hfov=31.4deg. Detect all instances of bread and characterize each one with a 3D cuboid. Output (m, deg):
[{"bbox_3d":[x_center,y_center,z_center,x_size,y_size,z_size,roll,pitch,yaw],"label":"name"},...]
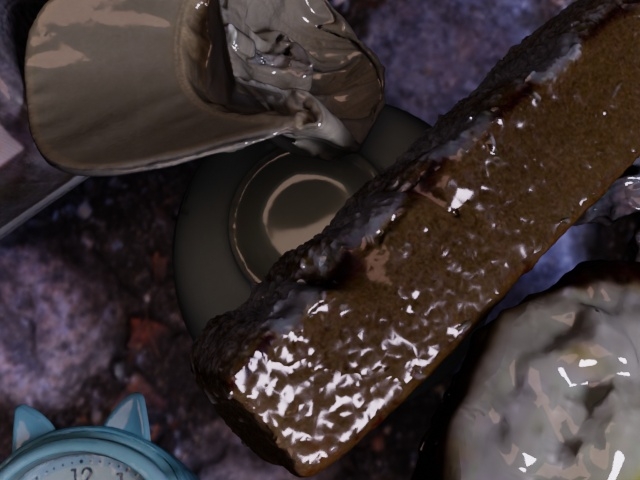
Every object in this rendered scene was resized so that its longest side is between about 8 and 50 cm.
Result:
[{"bbox_3d":[0.090,-0.020,0.780,0.416,0.165,0.113,-43,98,-16],"label":"bread"}]

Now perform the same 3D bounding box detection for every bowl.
[{"bbox_3d":[0.000,0.000,0.932,0.289,0.146,0.289,-2,79,9],"label":"bowl"}]

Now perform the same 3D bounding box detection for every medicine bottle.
[{"bbox_3d":[-0.308,-0.074,0.956,0.273,0.165,0.165,-30,75,23],"label":"medicine bottle"}]

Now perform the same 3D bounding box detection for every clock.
[{"bbox_3d":[-0.187,0.268,0.945,0.224,0.094,0.274,-5,77,9],"label":"clock"}]

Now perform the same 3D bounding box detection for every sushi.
[{"bbox_3d":[0.202,0.175,0.773,0.281,0.294,0.299,37,76,13],"label":"sushi"}]

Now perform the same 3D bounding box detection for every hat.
[{"bbox_3d":[-0.083,-0.118,0.858,0.245,0.149,0.214,-20,59,12],"label":"hat"}]

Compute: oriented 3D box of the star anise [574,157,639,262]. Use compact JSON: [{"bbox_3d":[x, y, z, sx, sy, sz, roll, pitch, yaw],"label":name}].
[{"bbox_3d":[0.310,-0.047,0.911,0.262,0.081,0.230,24,98,10],"label":"star anise"}]
